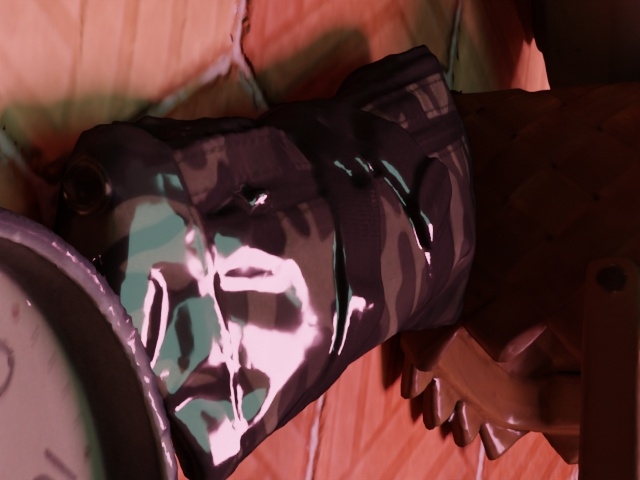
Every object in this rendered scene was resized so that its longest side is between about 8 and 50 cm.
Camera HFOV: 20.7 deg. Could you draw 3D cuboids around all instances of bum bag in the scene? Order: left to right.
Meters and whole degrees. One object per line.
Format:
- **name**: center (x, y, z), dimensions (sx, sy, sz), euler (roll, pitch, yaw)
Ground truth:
- **bum bag**: center (0.000, 0.000, 0.758), dimensions (0.340, 0.095, 0.144), euler (-25, 103, -63)

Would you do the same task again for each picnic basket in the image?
- **picnic basket**: center (0.197, 0.078, 0.956), dimensions (0.254, 0.291, 0.321), euler (45, 47, -58)

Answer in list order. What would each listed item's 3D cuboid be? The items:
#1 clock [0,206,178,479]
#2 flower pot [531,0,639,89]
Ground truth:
- **clock**: center (-0.143, 0.140, 0.516), dimensions (0.325, 0.067, 0.325), euler (-21, 114, -62)
- **flower pot**: center (0.228, -0.205, 1.016), dimensions (0.259, 0.290, 0.290), euler (83, 26, -50)
